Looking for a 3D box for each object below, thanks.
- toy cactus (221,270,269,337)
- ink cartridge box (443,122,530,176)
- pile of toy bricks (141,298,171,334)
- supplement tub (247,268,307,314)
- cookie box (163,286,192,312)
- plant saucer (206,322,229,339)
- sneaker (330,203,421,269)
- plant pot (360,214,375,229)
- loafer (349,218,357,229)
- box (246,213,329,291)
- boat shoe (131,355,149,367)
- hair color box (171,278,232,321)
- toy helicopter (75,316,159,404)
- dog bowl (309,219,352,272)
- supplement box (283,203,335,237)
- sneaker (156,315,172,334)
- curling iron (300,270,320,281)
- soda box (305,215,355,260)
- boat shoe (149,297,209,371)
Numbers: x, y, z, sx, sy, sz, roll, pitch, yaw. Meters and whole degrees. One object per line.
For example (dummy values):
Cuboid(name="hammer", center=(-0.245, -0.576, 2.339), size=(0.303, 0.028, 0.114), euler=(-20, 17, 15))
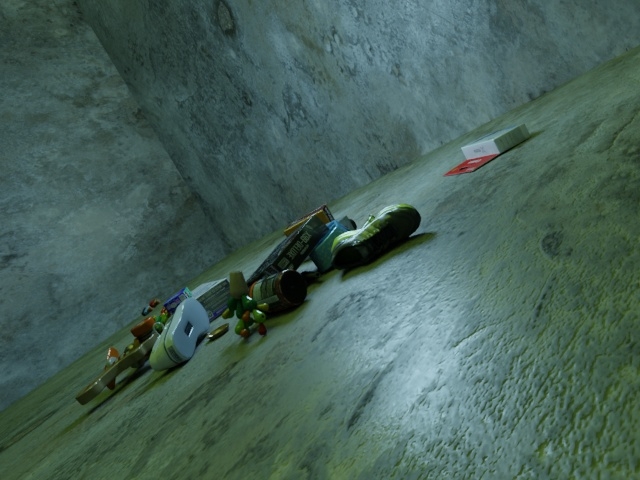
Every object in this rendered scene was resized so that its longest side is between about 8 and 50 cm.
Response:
Cuboid(name="toy cactus", center=(-0.203, 0.171, 1.531), size=(0.112, 0.180, 0.219), euler=(-11, 5, -23))
Cuboid(name="ink cartridge box", center=(0.618, -0.346, 2.182), size=(0.261, 0.066, 0.296), euler=(-30, 7, -7))
Cuboid(name="pile of toy bricks", center=(-0.608, 0.306, 2.152), size=(0.105, 0.118, 0.212), euler=(-26, 35, 27))
Cuboid(name="supplement tub", center=(-0.135, 0.153, 1.611), size=(0.198, 0.106, 0.106), euler=(-23, 10, 45))
Cuboid(name="cookie box", center=(-0.545, 0.225, 2.166), size=(0.092, 0.040, 0.107), euler=(-33, 9, -1))
Cuboid(name="plant saucer", center=(-0.319, 0.287, 1.772), size=(0.083, 0.015, 0.083), euler=(-29, 8, 4))
Cuboid(name="sneaker", center=(0.151, 0.004, 1.587), size=(0.300, 0.111, 0.121), euler=(-33, 16, 27))
Cuboid(name="plant pot", center=(0.159, -0.026, 1.818), size=(0.079, 0.083, 0.083), euler=(-44, 9, -8))
Cuboid(name="loafer", center=(0.064, -0.039, 2.213), size=(0.220, 0.080, 0.078), euler=(-23, 11, 44))
Cuboid(name="box", center=(-0.124, 0.065, 1.867), size=(0.242, 0.076, 0.307), euler=(-51, 8, -33))
Cuboid(name="boat shoe", center=(-0.652, 0.421, 2.040), size=(0.045, 0.050, 0.135), euler=(-25, 7, 1))
Cuboid(name="hair color box", center=(-0.467, 0.251, 2.236), size=(0.185, 0.110, 0.339), euler=(-36, 7, -26))
Cuboid(name="toy helicopter", center=(-0.671, 0.413, 1.860), size=(0.235, 0.140, 0.355), euler=(-26, 12, 33))
Cuboid(name="dog bowl", center=(0.029, 0.011, 1.880), size=(0.166, 0.074, 0.297), euler=(-46, 6, 5))
Cuboid(name="supplement box", center=(-0.034, -0.046, 2.456), size=(0.191, 0.129, 0.194), euler=(-29, 8, 10))
Cuboid(name="sneaker", center=(-0.670, 0.370, 2.483), size=(0.161, 0.057, 0.075), euler=(-30, -9, 14))
Cuboid(name="curling iron", center=(-0.057, 0.122, 1.790), size=(0.068, 0.035, 0.274), euler=(-38, 9, -24))
Cuboid(name="soda box", center=(0.000, 0.000, 2.161), size=(0.286, 0.091, 0.098), euler=(-22, 10, 45))
Cuboid(name="boat shoe", center=(-0.466, 0.312, 1.810), size=(0.156, 0.136, 0.367), euler=(-32, 17, 9))
